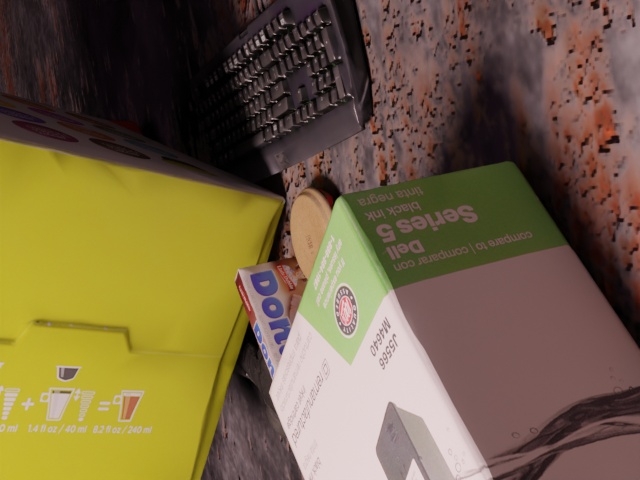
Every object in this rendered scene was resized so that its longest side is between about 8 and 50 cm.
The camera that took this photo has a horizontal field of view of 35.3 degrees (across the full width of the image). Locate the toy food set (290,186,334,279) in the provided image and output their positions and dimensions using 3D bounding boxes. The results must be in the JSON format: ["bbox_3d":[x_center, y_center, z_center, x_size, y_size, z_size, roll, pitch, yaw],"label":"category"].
[{"bbox_3d":[0.000,0.000,0.769,0.083,0.020,0.083,69,154,21],"label":"toy food set"}]

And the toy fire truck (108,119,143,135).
[{"bbox_3d":[-0.232,0.042,1.161,0.254,0.169,0.302,-56,48,34],"label":"toy fire truck"}]

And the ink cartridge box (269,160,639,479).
[{"bbox_3d":[0.087,0.129,0.514,0.273,0.114,0.198,63,152,31],"label":"ink cartridge box"}]

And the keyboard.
[{"bbox_3d":[-0.052,-0.155,0.807,0.317,0.033,0.202,-15,86,65],"label":"keyboard"}]

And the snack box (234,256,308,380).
[{"bbox_3d":[-0.007,0.094,0.772,0.022,0.064,0.178,113,139,-54],"label":"snack box"}]

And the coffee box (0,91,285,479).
[{"bbox_3d":[-0.292,0.052,0.864,0.334,0.337,0.338,26,101,46],"label":"coffee box"}]

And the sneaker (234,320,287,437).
[{"bbox_3d":[-0.036,0.102,0.863,0.170,0.051,0.089,52,145,38],"label":"sneaker"}]
